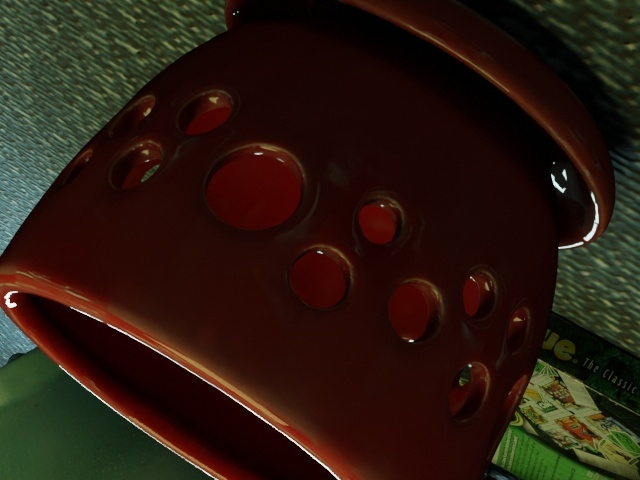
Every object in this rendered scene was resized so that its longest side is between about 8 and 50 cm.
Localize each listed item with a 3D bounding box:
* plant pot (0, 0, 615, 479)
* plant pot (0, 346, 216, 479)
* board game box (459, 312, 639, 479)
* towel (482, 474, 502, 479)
[{"bbox_3d":[0.000,0.000,0.683,0.191,0.174,0.191,29,165,9],"label":"plant pot"},{"bbox_3d":[-0.130,0.147,1.274,0.196,0.293,0.293,60,163,0],"label":"plant pot"},{"bbox_3d":[0.127,0.096,1.015,0.136,0.030,0.260,27,164,11],"label":"board game box"},{"bbox_3d":[0.075,0.211,1.203,0.275,0.199,0.031,8,121,57],"label":"towel"}]
